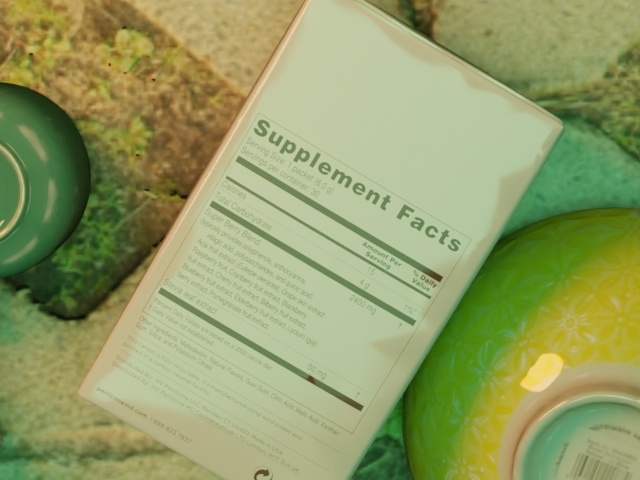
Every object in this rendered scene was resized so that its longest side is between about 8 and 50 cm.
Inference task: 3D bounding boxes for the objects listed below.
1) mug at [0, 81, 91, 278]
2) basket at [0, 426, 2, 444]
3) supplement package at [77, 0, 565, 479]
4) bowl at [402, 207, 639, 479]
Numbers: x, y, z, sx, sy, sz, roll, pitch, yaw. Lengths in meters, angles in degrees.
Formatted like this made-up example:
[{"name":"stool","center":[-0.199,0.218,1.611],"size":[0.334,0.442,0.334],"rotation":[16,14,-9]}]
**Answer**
[{"name":"mug","center":[-0.219,-0.026,1.088],"size":[0.129,0.097,0.158],"rotation":[-22,97,4]},{"name":"basket","center":[-0.293,0.117,1.079],"size":[0.113,0.167,0.103],"rotation":[-19,91,3]},{"name":"supplement package","center":[0.000,0.000,1.048],"size":[0.175,0.177,0.293],"rotation":[31,97,-3]},{"name":"bowl","center":[0.186,0.131,1.054],"size":[0.289,0.156,0.289],"rotation":[2,100,11]}]
